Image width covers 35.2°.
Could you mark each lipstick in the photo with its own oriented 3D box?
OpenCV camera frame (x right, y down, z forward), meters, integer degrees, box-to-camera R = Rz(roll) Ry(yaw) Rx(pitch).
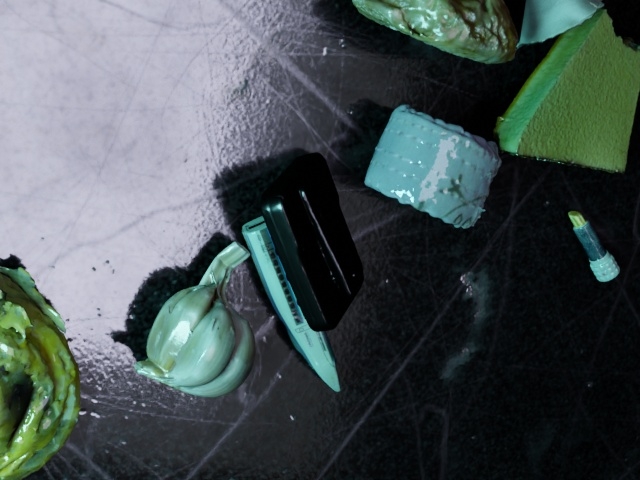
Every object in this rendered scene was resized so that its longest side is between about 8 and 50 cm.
[{"bbox_3d":[0.388,0.004,1.444,0.037,0.037,0.116,-37,109,-13],"label":"lipstick"}]

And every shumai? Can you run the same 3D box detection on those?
[{"bbox_3d":[0.151,-0.302,1.207,0.210,0.161,0.153,16,98,-8],"label":"shumai"}]

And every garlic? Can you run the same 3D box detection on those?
[{"bbox_3d":[-0.126,0.098,1.199,0.194,0.127,0.131,-63,160,-18],"label":"garlic"}]

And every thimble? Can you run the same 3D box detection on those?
[{"bbox_3d":[0.140,-0.093,1.261,0.151,0.127,0.117,21,95,-37],"label":"thimble"}]

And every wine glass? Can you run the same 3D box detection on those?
[{"bbox_3d":[0.267,-0.351,1.275,0.122,0.122,0.183,-37,108,-13],"label":"wine glass"}]

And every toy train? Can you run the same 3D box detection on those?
[{"bbox_3d":[-0.032,0.090,1.263,0.048,0.055,0.251,-25,109,-12],"label":"toy train"}]

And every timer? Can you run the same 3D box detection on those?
[{"bbox_3d":[0.000,0.000,1.220,0.187,0.055,0.144,68,29,-20],"label":"timer"}]

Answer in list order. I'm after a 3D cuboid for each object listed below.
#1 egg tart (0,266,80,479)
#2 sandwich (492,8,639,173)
[{"bbox_3d":[-0.398,0.152,1.083,0.297,0.132,0.297,-3,100,-17],"label":"egg tart"},{"bbox_3d":[0.331,-0.205,1.333,0.245,0.063,0.212,4,97,-42],"label":"sandwich"}]
